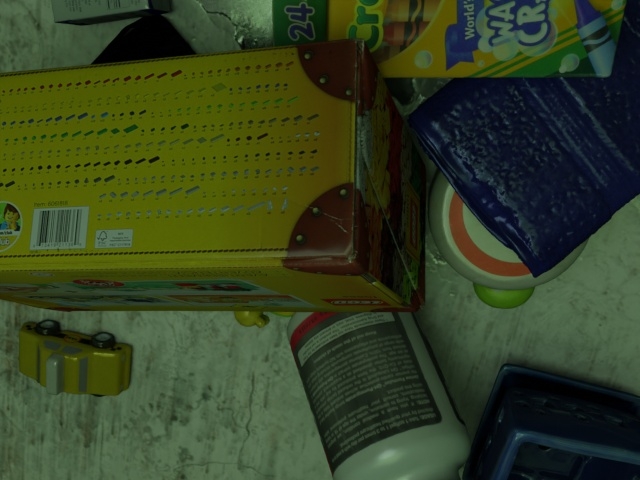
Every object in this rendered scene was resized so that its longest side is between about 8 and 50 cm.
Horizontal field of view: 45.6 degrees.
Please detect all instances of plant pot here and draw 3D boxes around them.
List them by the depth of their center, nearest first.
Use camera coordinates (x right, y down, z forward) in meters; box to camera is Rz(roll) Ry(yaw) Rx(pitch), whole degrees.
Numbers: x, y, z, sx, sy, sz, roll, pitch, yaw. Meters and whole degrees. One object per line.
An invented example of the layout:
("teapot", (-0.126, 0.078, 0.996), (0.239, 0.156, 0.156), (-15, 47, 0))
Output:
("plant pot", (0.314, 0.306, 1.001), (0.236, 0.212, 0.236), (13, 111, 0))

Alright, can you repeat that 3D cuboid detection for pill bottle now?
("pill bottle", (0.082, 0.221, 0.964), (0.176, 0.176, 0.318), (-34, 56, 20))

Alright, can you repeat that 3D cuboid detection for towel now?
("towel", (0.277, -0.137, 0.826), (0.308, 0.076, 0.227), (-38, 93, 4))

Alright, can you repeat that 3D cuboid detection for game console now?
("game console", (-0.288, -0.130, 1.081), (0.361, 0.044, 0.213), (-38, 95, 20))

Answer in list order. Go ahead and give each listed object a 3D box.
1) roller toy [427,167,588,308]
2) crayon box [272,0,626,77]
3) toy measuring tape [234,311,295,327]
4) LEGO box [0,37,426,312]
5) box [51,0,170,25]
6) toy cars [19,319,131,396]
("roller toy", (0.231, -0.044, 0.945), (0.191, 0.146, 0.209), (43, 101, -1))
("crayon box", (0.115, -0.256, 0.693), (0.323, 0.083, 0.203), (-1, 121, -2))
("toy measuring tape", (0.000, 0.000, 1.033), (0.121, 0.121, 0.330), (39, 102, -3))
("LEGO box", (-0.157, -0.034, 0.831), (0.500, 0.372, 0.193), (-1, 79, 15))
("box", (-0.275, -0.349, 0.980), (0.137, 0.072, 0.126), (-3, 100, 13))
("toy cars", (-0.463, 0.115, 1.173), (0.176, 0.087, 0.393), (-38, 97, 20))
